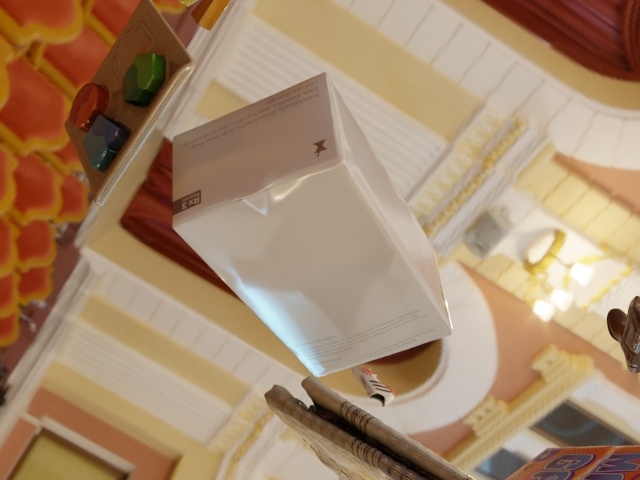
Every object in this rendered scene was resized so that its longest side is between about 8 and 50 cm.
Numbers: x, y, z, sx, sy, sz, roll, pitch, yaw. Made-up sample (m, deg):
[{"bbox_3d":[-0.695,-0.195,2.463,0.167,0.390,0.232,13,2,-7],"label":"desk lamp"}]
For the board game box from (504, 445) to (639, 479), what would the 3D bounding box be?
[{"bbox_3d":[0.555,0.642,1.777,0.356,0.356,0.356,-19,-178,-43],"label":"board game box"}]

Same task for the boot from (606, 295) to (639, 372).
[{"bbox_3d":[0.402,0.100,1.158,0.114,0.037,0.106,74,3,-48],"label":"boot"}]

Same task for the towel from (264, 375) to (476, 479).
[{"bbox_3d":[0.110,0.290,1.027,0.324,0.312,0.056,20,-116,44],"label":"towel"}]

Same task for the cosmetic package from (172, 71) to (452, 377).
[{"bbox_3d":[0.000,0.000,1.127,0.217,0.385,0.156,-19,-133,14],"label":"cosmetic package"}]

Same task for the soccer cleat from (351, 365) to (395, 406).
[{"bbox_3d":[0.080,0.231,1.418,0.036,0.083,0.029,-39,161,-45],"label":"soccer cleat"}]

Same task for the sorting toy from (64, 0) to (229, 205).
[{"bbox_3d":[-0.223,-0.218,1.103,0.307,0.041,0.229,-53,-141,17],"label":"sorting toy"}]
